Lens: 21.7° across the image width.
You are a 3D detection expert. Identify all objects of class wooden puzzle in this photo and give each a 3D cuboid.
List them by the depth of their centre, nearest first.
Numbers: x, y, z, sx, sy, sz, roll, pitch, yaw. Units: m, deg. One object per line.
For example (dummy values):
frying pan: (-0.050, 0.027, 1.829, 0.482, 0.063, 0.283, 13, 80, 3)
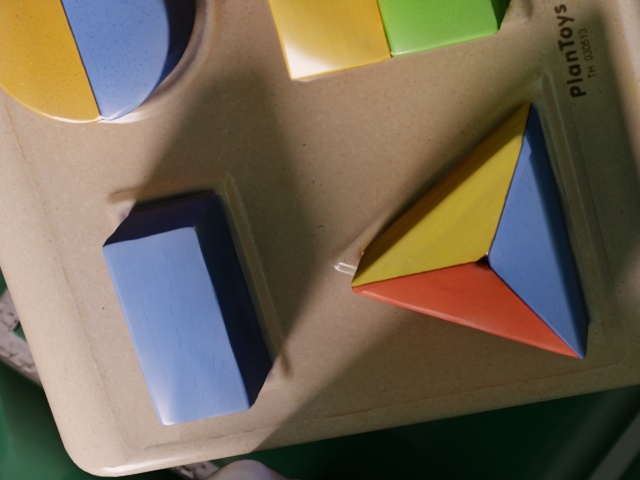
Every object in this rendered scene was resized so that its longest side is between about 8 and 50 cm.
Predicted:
wooden puzzle: (-0.020, -0.048, 0.751, 0.347, 0.080, 0.322, -10, 109, 19)

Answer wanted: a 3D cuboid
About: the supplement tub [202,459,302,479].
supplement tub: (0.045, 0.270, 0.840, 0.316, 0.228, 0.228, 34, 93, -17)
